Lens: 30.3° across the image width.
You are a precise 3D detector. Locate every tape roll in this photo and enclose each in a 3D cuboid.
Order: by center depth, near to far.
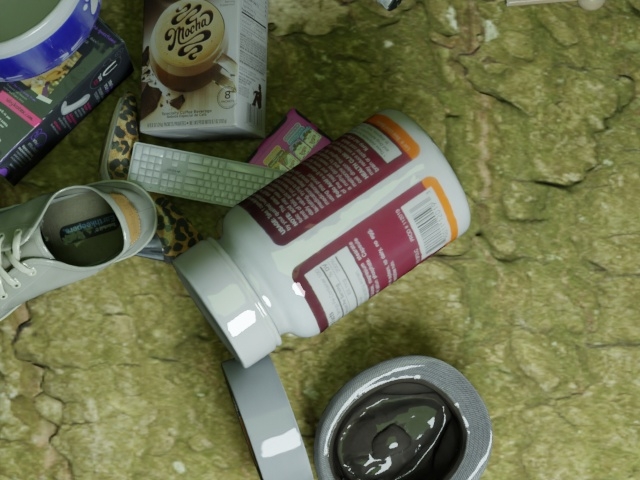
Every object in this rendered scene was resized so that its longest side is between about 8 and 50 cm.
[{"bbox_3d":[-0.080,0.273,1.757,0.072,0.219,0.219,-18,86,-8],"label":"tape roll"}]

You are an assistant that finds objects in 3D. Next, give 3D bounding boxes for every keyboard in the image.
[{"bbox_3d":[-0.164,-0.092,1.807,0.256,0.014,0.072,11,84,-8],"label":"keyboard"}]

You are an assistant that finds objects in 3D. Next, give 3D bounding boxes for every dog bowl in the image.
[{"bbox_3d":[-0.452,-0.364,1.688,0.265,0.104,0.264,-3,70,8],"label":"dog bowl"}]

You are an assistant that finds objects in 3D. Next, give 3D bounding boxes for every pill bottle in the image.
[{"bbox_3d":[0.000,0.000,1.708,0.392,0.224,0.224,-34,88,-10],"label":"pill bottle"}]

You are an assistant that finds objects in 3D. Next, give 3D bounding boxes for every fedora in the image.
[{"bbox_3d":[0.124,0.305,1.818,0.275,0.124,0.243,-42,87,1],"label":"fedora"}]

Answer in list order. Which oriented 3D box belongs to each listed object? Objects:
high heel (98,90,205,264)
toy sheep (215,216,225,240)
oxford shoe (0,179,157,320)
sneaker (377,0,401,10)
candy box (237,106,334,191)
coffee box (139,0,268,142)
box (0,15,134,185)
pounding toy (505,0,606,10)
[{"bbox_3d":[-0.254,-0.096,1.852,0.186,0.093,0.261,9,82,-15],"label":"high heel"},{"bbox_3d":[-0.104,0.001,1.847,0.132,0.091,0.091,29,83,-8],"label":"toy sheep"},{"bbox_3d":[-0.458,0.026,1.733,0.449,0.130,0.169,-21,95,4],"label":"oxford shoe"},{"bbox_3d":[0.127,-0.481,1.917,0.094,0.081,0.208,29,78,9],"label":"sneaker"},{"bbox_3d":[-0.007,-0.074,1.869,0.233,0.071,0.159,40,82,0],"label":"candy box"},{"bbox_3d":[-0.178,-0.308,1.826,0.168,0.119,0.297,-2,84,21],"label":"coffee box"},{"bbox_3d":[-0.434,-0.236,1.799,0.143,0.165,0.270,44,82,2],"label":"box"},{"bbox_3d":[0.399,-0.447,1.857,0.183,0.236,0.110,-5,45,-7],"label":"pounding toy"}]
